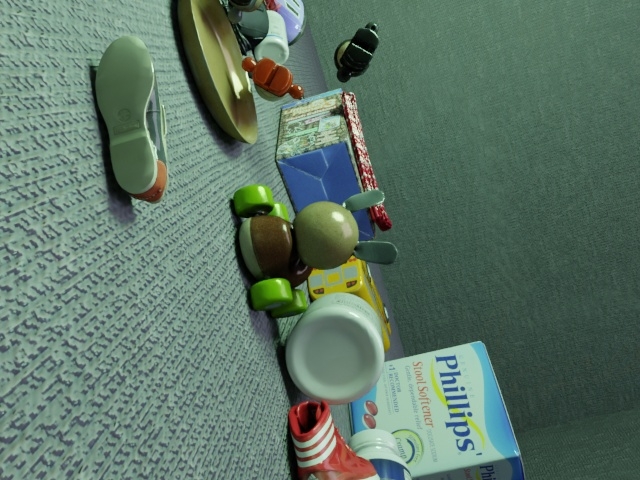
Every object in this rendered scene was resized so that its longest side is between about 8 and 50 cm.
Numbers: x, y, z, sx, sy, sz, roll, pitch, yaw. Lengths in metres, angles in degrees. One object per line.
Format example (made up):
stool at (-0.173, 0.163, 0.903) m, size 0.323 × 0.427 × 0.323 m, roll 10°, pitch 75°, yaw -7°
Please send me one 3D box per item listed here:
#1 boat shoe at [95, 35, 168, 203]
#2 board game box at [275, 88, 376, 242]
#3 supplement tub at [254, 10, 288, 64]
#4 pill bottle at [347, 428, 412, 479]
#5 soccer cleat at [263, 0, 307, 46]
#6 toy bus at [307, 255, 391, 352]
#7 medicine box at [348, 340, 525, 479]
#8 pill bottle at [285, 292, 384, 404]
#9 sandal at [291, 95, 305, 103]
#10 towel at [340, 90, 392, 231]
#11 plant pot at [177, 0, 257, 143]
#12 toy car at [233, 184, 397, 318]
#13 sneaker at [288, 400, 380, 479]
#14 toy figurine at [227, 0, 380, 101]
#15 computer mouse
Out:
boat shoe at (-0.148, -0.097, 0.507) m, size 0.043 × 0.049 × 0.137 m, roll 52°, pitch 26°, yaw -77°
board game box at (0.013, -0.152, 1.331) m, size 0.291 × 0.141 × 0.232 m, roll -91°, pitch 164°, yaw -58°
supplement tub at (-0.102, -0.408, 1.273) m, size 0.071 × 0.071 × 0.107 m, roll 65°, pitch 13°, yaw -49°
pill bottle at (0.087, 0.389, 0.955) m, size 0.186 × 0.112 × 0.112 m, roll -93°, pitch 166°, yaw -56°
soccer cleat at (-0.113, -0.615, 1.531) m, size 0.116 × 0.109 × 0.318 m, roll 25°, pitch 49°, yaw -52°
toy bus at (0.069, 0.141, 1.286) m, size 0.332 × 0.108 × 0.130 m, roll 64°, pitch 14°, yaw -51°
medicine box at (0.216, 0.367, 1.223) m, size 0.263 × 0.289 × 0.149 m, roll -95°, pitch 167°, yaw -50°
pill bottle at (0.027, 0.145, 0.922) m, size 0.229 × 0.131 × 0.131 m, roll -34°, pitch 109°, yaw -84°
sandal at (-0.056, -0.310, 1.540) m, size 0.179 × 0.040 × 0.067 m, roll 118°, pitch -36°, yaw -81°
towel at (0.099, -0.157, 1.308) m, size 0.199 × 0.031 × 0.274 m, roll 29°, pitch 46°, yaw -79°
plant pot at (-0.141, -0.243, 0.859) m, size 0.236 × 0.032 × 0.236 m, roll -15°, pitch 90°, yaw -82°
toy car at (0.000, 0.000, 0.813) m, size 0.149 × 0.188 × 0.155 m, roll 48°, pitch 28°, yaw -71°
sneaker at (0.021, 0.272, 0.830) m, size 0.221 × 0.087 × 0.128 m, roll 49°, pitch 28°, yaw -74°
toy figurine at (-0.028, -0.325, 0.937) m, size 0.148 × 0.213 × 0.209 m, roll -112°, pitch -177°, yaw -80°
computer mouse at (-0.123, -0.369, 1.104) m, size 0.262 × 0.060 × 0.184 m, roll -14°, pitch 88°, yaw -81°
